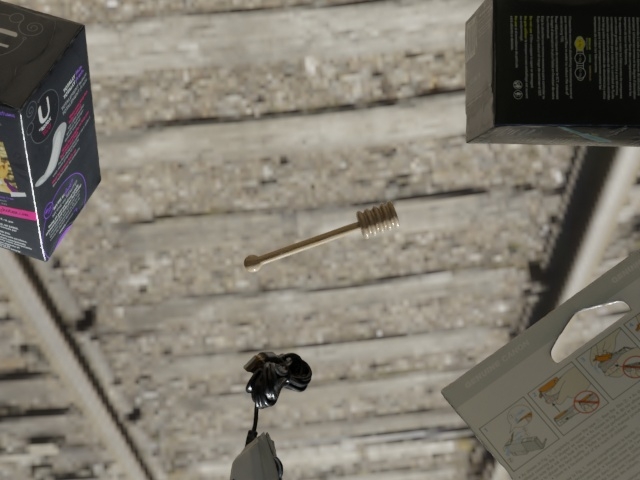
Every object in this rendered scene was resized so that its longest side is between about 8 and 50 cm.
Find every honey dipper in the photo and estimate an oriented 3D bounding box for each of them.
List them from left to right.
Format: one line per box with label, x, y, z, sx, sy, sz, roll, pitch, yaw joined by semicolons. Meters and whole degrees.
honey dipper;0.000;0.000;1.465;0.160;0.030;0.030;-20;158;-4

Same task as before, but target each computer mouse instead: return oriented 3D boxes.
computer mouse;-0.039;0.175;1.052;0.042;0.193;0.106;8;176;11

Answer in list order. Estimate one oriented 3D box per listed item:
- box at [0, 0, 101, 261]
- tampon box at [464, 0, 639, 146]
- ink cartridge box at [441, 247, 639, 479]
box;-0.370;-0.131;1.770;0.143;0.165;0.270;17;140;11
tampon box;0.199;-0.129;1.122;0.161;0.102;0.120;0;177;-5
ink cartridge box;0.275;0.141;1.214;0.275;0.239;0.060;-35;138;-5
